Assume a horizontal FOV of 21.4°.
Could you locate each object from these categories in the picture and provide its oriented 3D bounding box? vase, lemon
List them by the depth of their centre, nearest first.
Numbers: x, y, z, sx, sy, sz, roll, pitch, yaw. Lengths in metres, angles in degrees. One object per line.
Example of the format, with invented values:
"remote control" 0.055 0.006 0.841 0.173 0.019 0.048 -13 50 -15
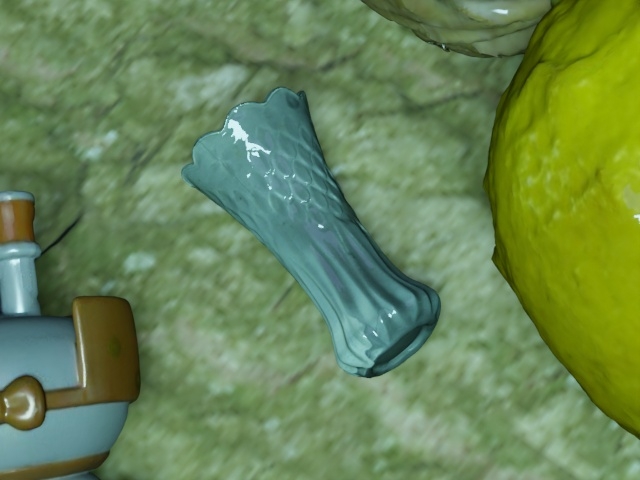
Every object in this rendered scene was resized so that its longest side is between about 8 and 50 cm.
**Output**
"lemon" 0.199 -0.011 0.782 0.233 0.233 0.288 -28 74 -4
"vase" 0.000 0.000 0.887 0.081 0.081 0.148 -34 71 -7

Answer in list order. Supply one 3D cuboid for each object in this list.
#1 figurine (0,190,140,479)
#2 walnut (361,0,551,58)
"figurine" -0.150 0.110 0.825 0.143 0.143 0.271 -11 67 3
"walnut" 0.078 -0.206 0.897 0.198 0.198 0.245 -32 60 -6
